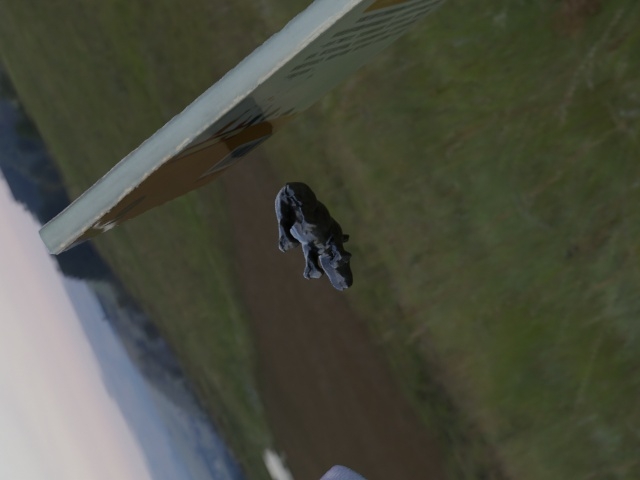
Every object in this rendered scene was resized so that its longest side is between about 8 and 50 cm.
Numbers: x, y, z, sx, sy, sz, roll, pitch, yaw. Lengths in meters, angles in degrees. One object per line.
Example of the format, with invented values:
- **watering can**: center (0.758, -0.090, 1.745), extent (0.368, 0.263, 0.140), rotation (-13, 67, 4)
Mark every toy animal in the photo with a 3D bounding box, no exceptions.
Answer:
- **toy animal**: center (0.000, 0.000, 1.195), extent (0.136, 0.047, 0.065), rotation (48, -159, -48)

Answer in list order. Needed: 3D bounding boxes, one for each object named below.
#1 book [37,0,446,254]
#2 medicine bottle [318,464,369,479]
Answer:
- **book**: center (-0.015, -0.096, 0.805), extent (0.020, 0.295, 0.208), rotation (56, -149, 2)
- **medicine bottle**: center (-0.026, 0.282, 0.972), extent (0.139, 0.225, 0.139), rotation (41, 159, 19)
